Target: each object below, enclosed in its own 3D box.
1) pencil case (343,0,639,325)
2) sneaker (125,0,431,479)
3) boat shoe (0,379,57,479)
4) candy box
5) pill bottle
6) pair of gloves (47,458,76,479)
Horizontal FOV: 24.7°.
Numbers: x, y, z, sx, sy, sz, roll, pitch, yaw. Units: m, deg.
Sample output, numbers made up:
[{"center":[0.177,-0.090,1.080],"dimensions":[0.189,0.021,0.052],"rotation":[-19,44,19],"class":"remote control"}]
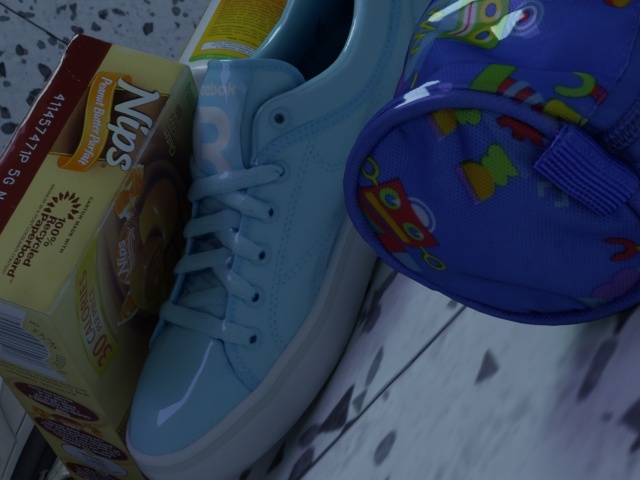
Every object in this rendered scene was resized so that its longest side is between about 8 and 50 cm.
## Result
[{"center":[0.116,-0.117,0.585],"dimensions":[0.133,0.119,0.306],"rotation":[-38,24,56],"class":"pencil case"},{"center":[-0.041,-0.033,0.883],"dimensions":[0.135,0.150,0.366],"rotation":[2,59,49],"class":"sneaker"},{"center":[-0.356,0.263,1.752],"dimensions":[0.112,0.095,0.335],"rotation":[59,134,36],"class":"boat shoe"},{"center":[-0.130,0.036,0.968],"dimensions":[0.316,0.087,0.183],"rotation":[78,-146,-59],"class":"candy box"},{"center":[-0.080,-0.202,1.624],"dimensions":[0.136,0.136,0.246],"rotation":[-49,14,40],"class":"pill bottle"},{"center":[-0.282,0.292,1.445],"dimensions":[0.240,0.042,0.204],"rotation":[-56,8,8],"class":"pair of gloves"}]
